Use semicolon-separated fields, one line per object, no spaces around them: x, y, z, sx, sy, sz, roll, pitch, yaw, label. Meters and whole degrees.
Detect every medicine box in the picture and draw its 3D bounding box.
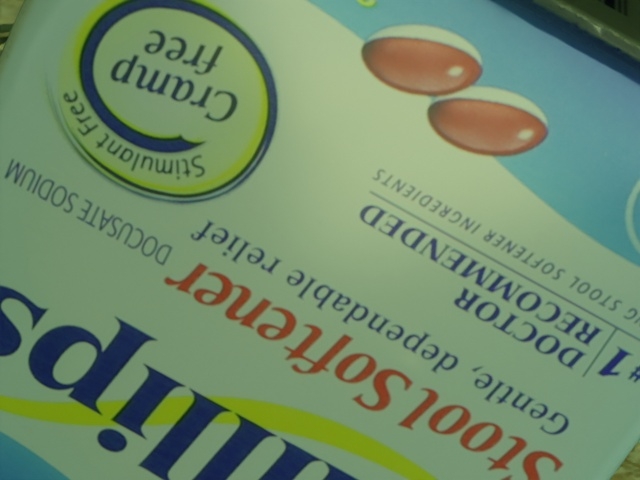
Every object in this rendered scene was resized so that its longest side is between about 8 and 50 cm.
0.000;0.000;0.625;0.263;0.149;0.289;28;115;-2;medicine box
